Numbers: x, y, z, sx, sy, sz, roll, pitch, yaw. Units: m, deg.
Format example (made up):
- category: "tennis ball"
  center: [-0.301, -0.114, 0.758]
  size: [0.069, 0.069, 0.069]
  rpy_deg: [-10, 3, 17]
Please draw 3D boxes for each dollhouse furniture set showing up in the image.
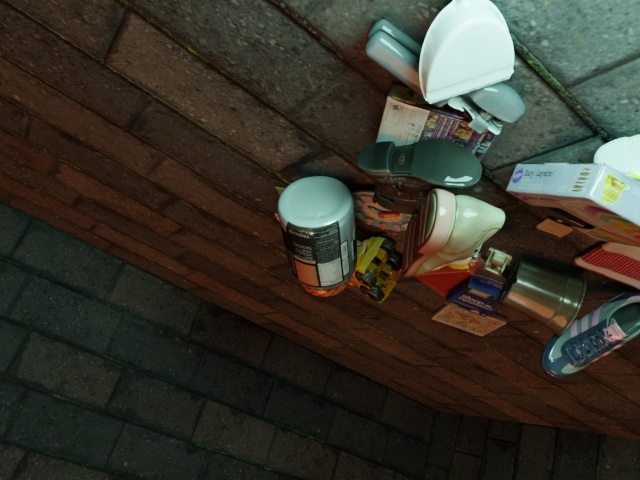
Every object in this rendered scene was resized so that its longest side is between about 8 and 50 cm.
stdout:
- category: "dollhouse furniture set"
  center: [0.380, -0.023, 1.191]
  size: [0.160, 0.101, 0.182]
  rpy_deg: [25, 159, 15]

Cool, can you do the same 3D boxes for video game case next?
- category: "video game case"
  center: [0.534, 0.284, 1.885]
  size: [0.206, 0.026, 0.227]
  rpy_deg: [19, 157, 2]
- category: "video game case"
  center: [0.217, -0.197, 1.031]
  size: [0.210, 0.042, 0.232]
  rpy_deg: [18, 158, 5]

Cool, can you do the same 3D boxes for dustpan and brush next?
- category: "dustpan and brush"
  center: [0.206, -0.312, 0.736]
  size: [0.147, 0.060, 0.211]
  rpy_deg: [-18, 144, 0]

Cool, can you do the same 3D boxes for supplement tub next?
- category: "supplement tub"
  center: [0.000, 0.000, 1.382]
  size: [0.193, 0.194, 0.316]
  rpy_deg: [13, 143, 16]

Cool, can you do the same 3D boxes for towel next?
- category: "towel"
  center: [0.755, 0.039, 1.136]
  size: [0.236, 0.037, 0.329]
  rpy_deg: [22, 158, -2]

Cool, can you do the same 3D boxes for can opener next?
- category: "can opener"
  center: [0.208, -0.272, 0.843]
  size: [0.283, 0.076, 0.095]
  rpy_deg: [29, 140, -18]

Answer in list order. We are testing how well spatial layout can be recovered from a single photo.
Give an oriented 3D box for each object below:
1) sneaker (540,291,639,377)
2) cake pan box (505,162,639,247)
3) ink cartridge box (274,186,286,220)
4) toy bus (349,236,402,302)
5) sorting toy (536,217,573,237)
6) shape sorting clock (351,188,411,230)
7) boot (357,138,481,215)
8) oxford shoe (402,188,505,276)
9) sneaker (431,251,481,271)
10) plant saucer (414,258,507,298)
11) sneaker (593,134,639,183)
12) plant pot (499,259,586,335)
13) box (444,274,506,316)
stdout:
- category: "sneaker"
  center: [0.697, 0.238, 1.307]
  size: [0.112, 0.319, 0.131]
  rpy_deg: [50, -172, 11]
- category: "cake pan box"
  center: [0.508, -0.063, 0.950]
  size: [0.245, 0.070, 0.267]
  rpy_deg: [27, -177, -14]
- category: "ink cartridge box"
  center: [-0.064, -0.069, 1.524]
  size: [0.108, 0.062, 0.209]
  rpy_deg: [12, 156, 21]
- category: "toy bus"
  center: [0.125, 0.064, 1.601]
  size: [0.211, 0.149, 0.220]
  rpy_deg: [25, 161, 32]
- category: "sorting toy"
  center: [0.537, -0.035, 1.175]
  size: [0.062, 0.012, 0.083]
  rpy_deg: [25, 161, 1]
- category: "shape sorting clock"
  center: [0.162, -0.073, 1.358]
  size: [0.206, 0.040, 0.206]
  rpy_deg: [17, 157, 7]
- category: "boot"
  center: [0.210, -0.116, 1.079]
  size: [0.262, 0.091, 0.229]
  rpy_deg: [12, 163, 26]
- category: "oxford shoe"
  center: [0.260, 0.009, 1.095]
  size: [0.146, 0.141, 0.397]
  rpy_deg: [8, 169, 0]
- category: "sneaker"
  center: [0.326, 0.024, 1.417]
  size: [0.225, 0.088, 0.093]
  rpy_deg: [-10, 123, 50]
- category: "plant saucer"
  center: [0.429, 0.128, 1.592]
  size: [0.258, 0.048, 0.259]
  rpy_deg: [34, 154, -31]
- category: "sneaker"
  center: [0.588, -0.109, 0.865]
  size: [0.240, 0.091, 0.126]
  rpy_deg: [6, 155, 28]
- category: "plant pot"
  center: [0.575, 0.139, 1.367]
  size: [0.165, 0.167, 0.167]
  rpy_deg: [24, 158, 11]
- category: "box"
  center: [0.473, 0.168, 1.539]
  size: [0.136, 0.037, 0.225]
  rpy_deg: [20, 156, -1]
